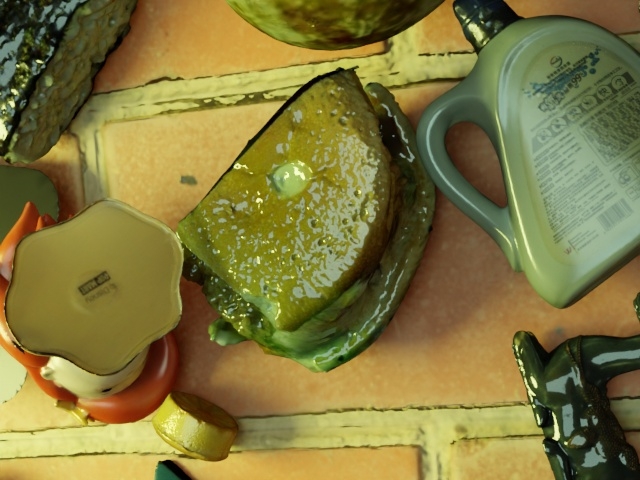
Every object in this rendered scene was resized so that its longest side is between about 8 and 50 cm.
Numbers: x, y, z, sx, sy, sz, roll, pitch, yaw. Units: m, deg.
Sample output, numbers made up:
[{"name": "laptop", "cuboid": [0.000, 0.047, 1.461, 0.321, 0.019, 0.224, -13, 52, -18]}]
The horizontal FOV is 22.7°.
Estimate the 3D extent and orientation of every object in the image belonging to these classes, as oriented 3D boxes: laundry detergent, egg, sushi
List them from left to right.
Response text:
[{"name": "sushi", "cuboid": [-0.288, -0.192, 1.583, 0.127, 0.124, 0.225, 36, 102, 15]}, {"name": "egg", "cuboid": [0.031, -0.297, 1.414, 0.289, 0.238, 0.238, -24, 83, 10]}, {"name": "laundry detergent", "cuboid": [0.200, -0.101, 1.424, 0.215, 0.105, 0.280, -40, 80, 9]}]

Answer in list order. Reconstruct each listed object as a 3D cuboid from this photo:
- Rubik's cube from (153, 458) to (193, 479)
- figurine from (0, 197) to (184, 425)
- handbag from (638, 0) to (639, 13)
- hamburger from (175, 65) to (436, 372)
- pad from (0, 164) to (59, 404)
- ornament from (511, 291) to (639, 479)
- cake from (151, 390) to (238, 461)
[{"name": "Rubik's cube", "cuboid": [-0.072, 0.409, 1.545, 0.234, 0.284, 0.250, 7, 119, -2]}, {"name": "figurine", "cuboid": [-0.221, 0.064, 1.499, 0.208, 0.257, 0.181, 18, 69, -5]}, {"name": "handbag", "cuboid": [0.393, -0.228, 1.331, 0.302, 0.149, 0.283, 45, 101, 11]}, {"name": "hamburger", "cuboid": [0.000, 0.000, 1.463, 0.288, 0.168, 0.192, -46, 76, 13]}, {"name": "pad", "cuboid": [-0.426, -0.001, 1.692, 0.375, 0.063, 0.315, 9, 86, 25]}, {"name": "ornament", "cuboid": [0.306, 0.139, 1.406, 0.236, 0.080, 0.202, -22, 80, 18]}, {"name": "cake", "cuboid": [-0.123, 0.183, 1.554, 0.084, 0.084, 0.044, 28, 96, 17]}]
